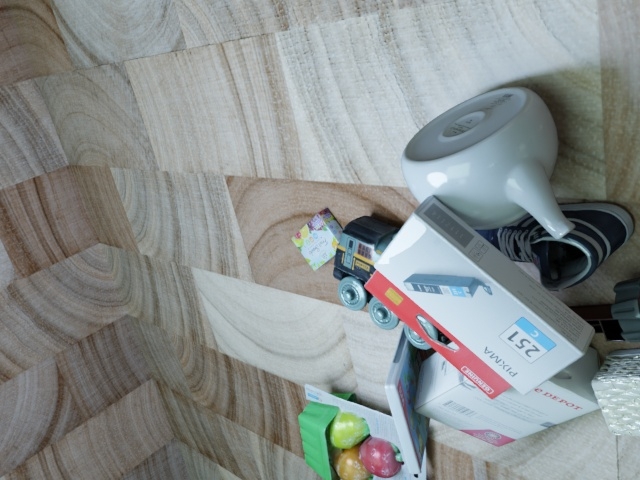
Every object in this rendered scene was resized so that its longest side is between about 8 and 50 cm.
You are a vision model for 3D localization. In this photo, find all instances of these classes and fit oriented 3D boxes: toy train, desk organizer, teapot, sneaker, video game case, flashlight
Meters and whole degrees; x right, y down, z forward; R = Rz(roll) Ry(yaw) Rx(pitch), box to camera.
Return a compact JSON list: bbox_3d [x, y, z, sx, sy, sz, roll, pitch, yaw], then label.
[{"bbox_3d":[0.166,0.081,1.246,0.333,0.142,0.190,26,122,34],"label":"toy train"},{"bbox_3d":[0.463,0.139,1.019,0.130,0.050,0.047,-13,104,51],"label":"desk organizer"},{"bbox_3d":[0.260,-0.105,0.951,0.252,0.256,0.187,-15,119,37],"label":"teapot"},{"bbox_3d":[0.336,0.010,0.986,0.282,0.153,0.099,-7,112,49],"label":"sneaker"},{"bbox_3d":[0.192,0.300,1.253,0.025,0.285,0.204,-10,109,21],"label":"video game case"},{"bbox_3d":[0.564,0.078,0.829,0.304,0.103,0.103,-22,94,53],"label":"flashlight"}]

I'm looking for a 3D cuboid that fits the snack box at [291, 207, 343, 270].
[{"bbox_3d":[0.000,0.000,1.444,0.100,0.037,0.141,53,142,5],"label":"snack box"}]

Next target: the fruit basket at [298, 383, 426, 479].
[{"bbox_3d":[0.123,0.550,1.620,0.352,0.165,0.327,8,122,27],"label":"fruit basket"}]

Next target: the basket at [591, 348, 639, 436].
[{"bbox_3d":[0.533,0.240,0.960,0.167,0.103,0.113,-20,93,52],"label":"basket"}]

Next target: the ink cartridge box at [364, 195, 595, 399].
[{"bbox_3d":[0.210,0.115,0.930,0.296,0.066,0.261,41,139,9],"label":"ink cartridge box"}]

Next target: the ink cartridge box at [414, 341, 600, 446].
[{"bbox_3d":[0.338,0.262,1.121,0.207,0.117,0.283,26,141,-11],"label":"ink cartridge box"}]
